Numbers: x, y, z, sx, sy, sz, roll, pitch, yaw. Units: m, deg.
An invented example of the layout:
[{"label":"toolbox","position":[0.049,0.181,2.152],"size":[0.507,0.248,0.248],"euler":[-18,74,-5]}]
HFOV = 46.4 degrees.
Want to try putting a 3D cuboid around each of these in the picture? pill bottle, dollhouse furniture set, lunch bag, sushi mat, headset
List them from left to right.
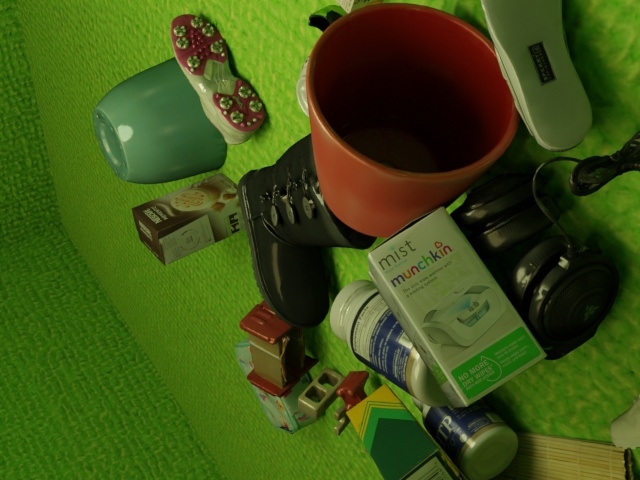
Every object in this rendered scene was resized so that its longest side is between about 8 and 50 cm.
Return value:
[{"label":"lunch bag","position":[-0.118,0.379,1.989],"size":[0.224,0.108,0.279],"euler":[-19,96,62]},{"label":"dollhouse furniture set","position":[0.003,0.287,1.704],"size":[0.374,0.152,0.201],"euler":[24,135,28]},{"label":"pill bottle","position":[0.141,0.168,1.310],"size":[0.264,0.153,0.153],"euler":[27,135,51]},{"label":"pill bottle","position":[0.242,0.313,1.290],"size":[0.187,0.112,0.112],"euler":[46,150,52]},{"label":"headset","position":[0.298,0.001,0.961],"size":[0.243,0.185,0.394],"euler":[57,167,22]},{"label":"sushi mat","position":[0.371,0.386,1.185],"size":[0.316,0.019,0.151],"euler":[-17,75,62]}]

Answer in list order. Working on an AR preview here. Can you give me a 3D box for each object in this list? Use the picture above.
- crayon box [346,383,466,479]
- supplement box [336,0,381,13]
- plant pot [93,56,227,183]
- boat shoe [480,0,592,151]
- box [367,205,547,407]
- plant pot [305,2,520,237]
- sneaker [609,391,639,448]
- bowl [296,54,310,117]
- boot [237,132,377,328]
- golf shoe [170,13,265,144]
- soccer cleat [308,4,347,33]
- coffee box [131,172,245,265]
[{"label":"crayon box","position":[0.212,0.456,1.285],"size":[0.363,0.106,0.313],"euler":[54,175,-12]},{"label":"supplement box","position":[0.042,-0.386,1.111],"size":[0.098,0.062,0.036],"euler":[51,149,22]},{"label":"plant pot","position":[-0.401,-0.267,1.799],"size":[0.293,0.235,0.293],"euler":[41,146,37]},{"label":"boat shoe","position":[0.241,-0.225,0.871],"size":[0.084,0.095,0.258],"euler":[-8,-94,-85]},{"label":"box","position":[0.178,0.106,1.045],"size":[0.231,0.126,0.262],"euler":[58,179,15]},{"label":"plant pot","position":[0.105,-0.141,1.025],"size":[0.275,0.275,0.243],"euler":[55,162,18]},{"label":"sneaker","position":[0.437,0.195,0.910],"size":[0.235,0.090,0.095],"euler":[-49,57,57]},{"label":"bowl","position":[0.011,-0.252,1.259],"size":[0.170,0.080,0.170],"euler":[40,143,38]},{"label":"boot","position":[-0.001,-0.002,1.413],"size":[0.445,0.146,0.367],"euler":[-13,101,63]},{"label":"golf shoe","position":[-0.235,-0.335,1.590],"size":[0.306,0.115,0.140],"euler":[60,156,10]},{"label":"soccer cleat","position":[0.047,-0.295,1.166],"size":[0.179,0.072,0.060],"euler":[54,151,19]},{"label":"coffee box","position":[-0.305,-0.056,1.795],"size":[0.141,0.246,0.098],"euler":[35,141,43]}]
